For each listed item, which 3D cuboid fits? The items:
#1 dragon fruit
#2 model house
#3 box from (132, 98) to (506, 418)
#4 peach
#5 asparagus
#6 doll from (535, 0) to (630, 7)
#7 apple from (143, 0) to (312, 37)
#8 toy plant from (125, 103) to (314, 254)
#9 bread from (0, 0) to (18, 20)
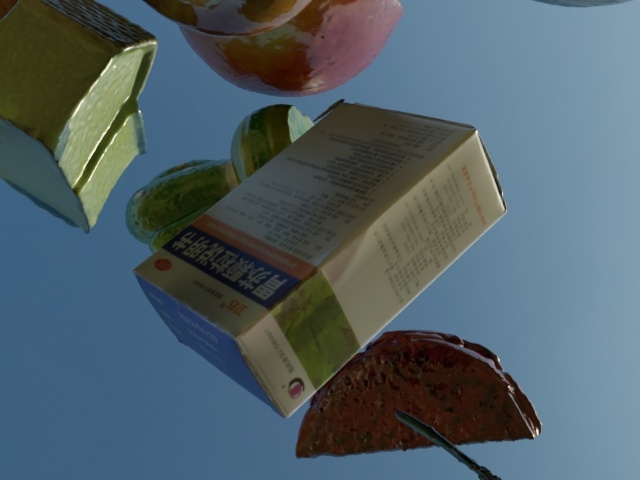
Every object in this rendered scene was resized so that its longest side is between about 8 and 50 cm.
[{"bbox_3d":[0.130,0.198,1.102,0.316,0.205,0.152,-10,-100,16],"label":"dragon fruit"},{"bbox_3d":[-0.275,-0.150,0.862,0.195,0.214,0.189,30,-112,12],"label":"model house"},{"bbox_3d":[0.000,0.000,0.777,0.299,0.200,0.106,-42,-55,-20],"label":"box"},{"bbox_3d":[-0.057,-0.337,1.144,0.306,0.380,0.243,-23,-110,14],"label":"peach"},{"bbox_3d":[0.117,0.191,0.747,0.013,0.166,0.016,33,-95,-32],"label":"asparagus"},{"bbox_3d":[0.267,-0.361,0.759,0.161,0.177,0.261,9,-85,-7],"label":"doll"},{"bbox_3d":[-0.090,-0.336,0.763,0.264,0.264,0.265,3,-103,-13],"label":"apple"},{"bbox_3d":[-0.148,-0.070,1.224,0.315,0.224,0.184,-20,-56,19],"label":"toy plant"},{"bbox_3d":[-0.391,-0.280,1.088,0.179,0.133,0.250,18,-120,-40],"label":"bread"}]
